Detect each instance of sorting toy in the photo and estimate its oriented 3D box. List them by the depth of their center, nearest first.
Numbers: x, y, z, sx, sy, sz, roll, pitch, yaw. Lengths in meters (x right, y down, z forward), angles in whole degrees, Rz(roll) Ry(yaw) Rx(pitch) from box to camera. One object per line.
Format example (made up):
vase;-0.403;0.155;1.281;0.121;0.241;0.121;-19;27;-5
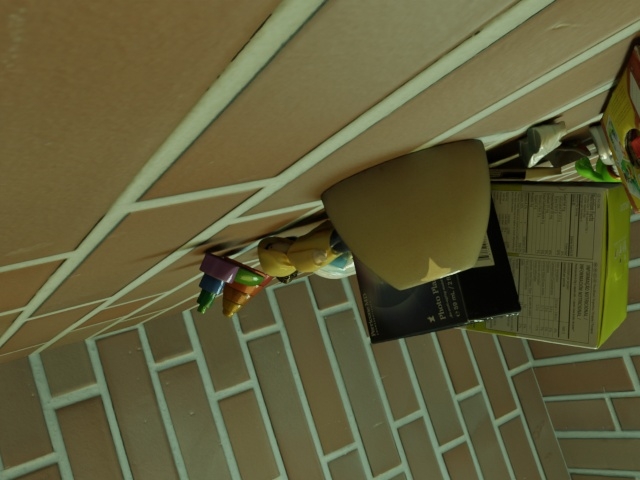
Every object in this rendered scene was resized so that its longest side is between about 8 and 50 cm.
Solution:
sorting toy;-0.191;0.103;1.383;0.127;0.126;0.365;24;178;5
sorting toy;0.519;-0.187;1.457;0.075;0.044;0.083;-5;169;-34

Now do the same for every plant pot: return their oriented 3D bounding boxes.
plant pot;0.163;-0.026;1.134;0.284;0.190;0.284;-18;175;-1

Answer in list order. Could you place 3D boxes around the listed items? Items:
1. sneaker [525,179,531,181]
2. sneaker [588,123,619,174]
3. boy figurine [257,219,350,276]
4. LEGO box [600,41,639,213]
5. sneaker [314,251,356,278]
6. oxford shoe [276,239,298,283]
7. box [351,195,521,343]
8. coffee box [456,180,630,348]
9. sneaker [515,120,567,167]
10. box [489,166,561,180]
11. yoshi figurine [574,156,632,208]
sneaker;0.517;-0.087;1.950;0.229;0.132;0.086;-16;174;-12
sneaker;0.638;-0.197;1.379;0.115;0.105;0.281;-21;173;32
boy figurine;0.000;0.000;1.378;0.285;0.092;0.177;-17;-157;29
LEGO box;0.613;-0.189;0.917;0.373;0.193;0.500;-20;174;18
sneaker;0.122;-0.001;1.722;0.319;0.127;0.208;-3;153;-36
oxford shoe;-0.079;0.052;1.643;0.083;0.096;0.227;-15;173;-8
box;0.229;0.050;1.465;0.183;0.296;0.294;-4;166;-38
coffee box;0.519;0.031;1.581;0.334;0.338;0.338;4;-171;33
sneaker;0.378;-0.164;1.162;0.061;0.053;0.152;-20;174;-1
box;0.349;-0.129;1.300;0.164;0.021;0.201;4;-172;36
yoshi figurine;0.788;-0.201;1.775;0.203;0.204;0.362;-57;160;-6
